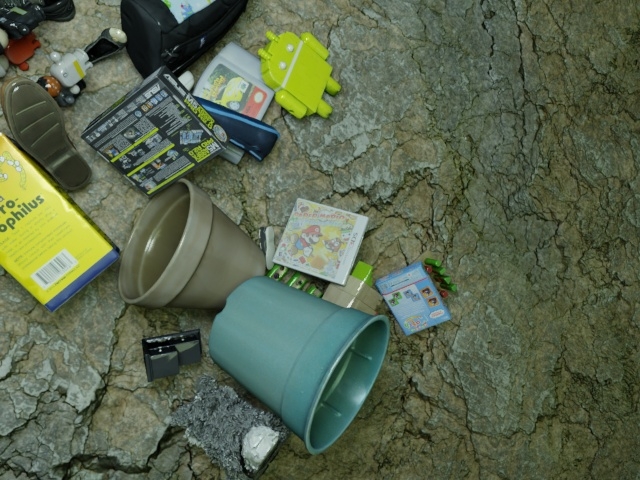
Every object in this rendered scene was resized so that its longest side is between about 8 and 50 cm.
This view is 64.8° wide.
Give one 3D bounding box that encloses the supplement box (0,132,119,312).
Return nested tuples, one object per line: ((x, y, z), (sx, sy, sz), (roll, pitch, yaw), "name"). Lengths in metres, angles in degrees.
((-0.661, -0.039, 1.162), (0.195, 0.194, 0.356), (-43, 108, -14), "supplement box")

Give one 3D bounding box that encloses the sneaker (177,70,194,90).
((-0.401, -0.300, 1.309), (0.123, 0.106, 0.290), (38, 89, -26), "sneaker")

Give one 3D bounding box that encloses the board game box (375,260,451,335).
((0.296, 0.187, 1.604), (0.160, 0.039, 0.211), (-26, 106, 21), "board game box")

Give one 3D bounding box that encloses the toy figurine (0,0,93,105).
((-0.645, -0.395, 1.137), (0.209, 0.213, 0.148), (47, 62, -21), "toy figurine")

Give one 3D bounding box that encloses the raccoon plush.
((-0.227, 0.430, 1.254), (0.299, 0.446, 0.216), (36, 51, 13), "raccoon plush")

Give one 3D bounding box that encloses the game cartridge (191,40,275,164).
((-0.249, -0.383, 1.386), (0.196, 0.060, 0.294), (27, 83, -17), "game cartridge")

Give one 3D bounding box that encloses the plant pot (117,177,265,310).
((-0.304, 0.046, 1.281), (0.280, 0.323, 0.323), (29, 82, -38), "plant pot")

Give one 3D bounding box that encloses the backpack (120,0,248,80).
((-0.317, -0.581, 1.232), (0.355, 0.290, 0.273), (-37, 91, -23), "backpack")

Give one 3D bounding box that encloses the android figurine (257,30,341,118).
((-0.060, -0.471, 1.419), (0.273, 0.056, 0.248), (34, 66, -32), "android figurine")

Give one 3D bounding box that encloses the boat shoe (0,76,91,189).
((-0.627, -0.238, 1.122), (0.104, 0.307, 0.111), (37, 61, 23), "boat shoe")

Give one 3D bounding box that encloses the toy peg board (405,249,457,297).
((0.353, 0.143, 1.648), (0.160, 0.079, 0.161), (-40, 106, -15), "toy peg board")

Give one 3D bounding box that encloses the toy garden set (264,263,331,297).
((-0.029, 0.133, 1.508), (0.244, 0.049, 0.204), (44, 78, -19), "toy garden set")

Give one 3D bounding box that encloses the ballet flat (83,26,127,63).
((-0.517, -0.463, 1.213), (0.057, 0.173, 0.049), (36, 59, -38), "ballet flat")

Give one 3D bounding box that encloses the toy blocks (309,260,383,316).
((0.077, 0.270, 1.480), (0.261, 0.191, 0.381), (38, 78, -52), "toy blocks")

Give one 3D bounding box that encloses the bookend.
((-0.380, 0.297, 1.319), (0.156, 0.157, 0.072), (-7, 96, -21), "bookend")

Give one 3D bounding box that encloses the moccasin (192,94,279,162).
((-0.257, -0.275, 1.268), (0.342, 0.138, 0.117), (15, 109, -34), "moccasin")

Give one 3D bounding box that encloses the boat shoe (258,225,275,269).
((-0.158, 0.021, 1.455), (0.046, 0.038, 0.125), (-23, 113, -62), "boat shoe")

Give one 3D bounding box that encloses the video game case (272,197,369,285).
((0.000, 0.000, 1.437), (0.227, 0.026, 0.206), (17, 78, 20), "video game case")

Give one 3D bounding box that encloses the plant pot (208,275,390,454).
((-0.062, 0.263, 1.202), (0.341, 0.334, 0.341), (-42, 144, -40), "plant pot")

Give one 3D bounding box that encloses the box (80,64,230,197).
((-0.382, -0.242, 1.171), (0.216, 0.270, 0.060), (46, 32, -32), "box")

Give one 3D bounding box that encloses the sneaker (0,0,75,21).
((-0.692, -0.554, 1.154), (0.227, 0.130, 0.087), (-7, 94, -19), "sneaker")
